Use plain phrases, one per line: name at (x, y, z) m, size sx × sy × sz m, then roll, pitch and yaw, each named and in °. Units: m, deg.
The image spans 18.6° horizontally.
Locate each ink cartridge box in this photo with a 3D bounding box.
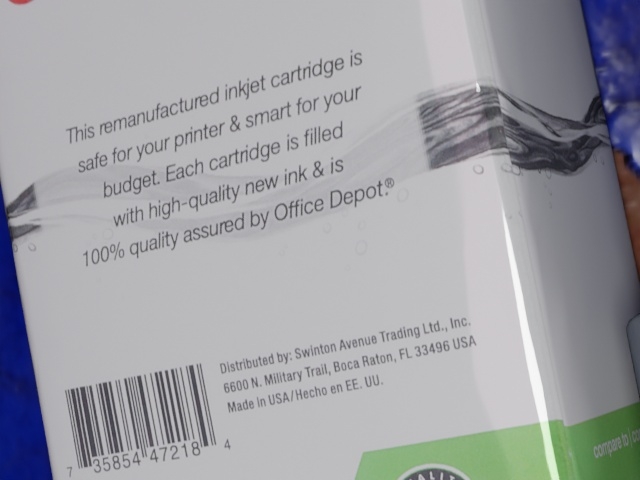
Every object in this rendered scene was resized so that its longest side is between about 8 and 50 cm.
ink cartridge box at (0.000, 0.000, 0.692) m, size 0.198 × 0.115 × 0.273 m, roll -12°, pitch 86°, yaw 28°

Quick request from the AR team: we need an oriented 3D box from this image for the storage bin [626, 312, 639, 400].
storage bin at (0.162, 0.059, 0.620) m, size 0.135 × 0.098 × 0.091 m, roll -15°, pitch 69°, yaw 8°
